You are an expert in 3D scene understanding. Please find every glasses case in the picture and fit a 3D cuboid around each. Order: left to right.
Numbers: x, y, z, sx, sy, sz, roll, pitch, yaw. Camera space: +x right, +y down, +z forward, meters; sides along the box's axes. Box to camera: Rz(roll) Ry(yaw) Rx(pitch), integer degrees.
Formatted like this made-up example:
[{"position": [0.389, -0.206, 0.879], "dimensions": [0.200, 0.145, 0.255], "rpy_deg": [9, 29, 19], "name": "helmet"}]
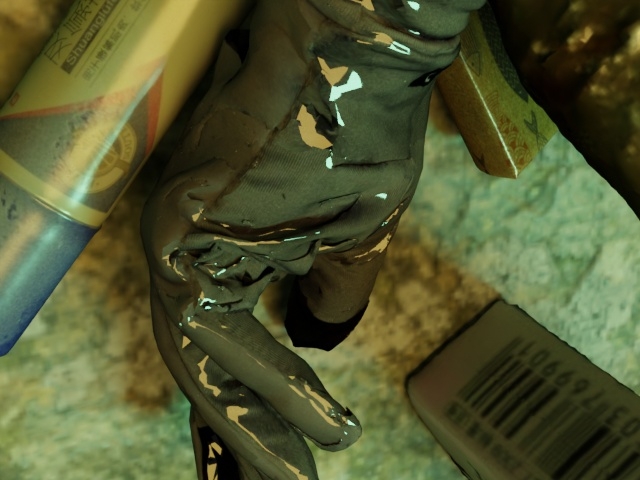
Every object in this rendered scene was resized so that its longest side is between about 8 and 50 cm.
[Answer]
[{"position": [0.059, -0.113, 0.510], "dimensions": [0.064, 0.041, 0.170], "rpy_deg": [-46, 123, -23], "name": "glasses case"}]

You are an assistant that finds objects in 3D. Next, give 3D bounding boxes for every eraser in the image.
[{"position": [0.159, 0.139, 0.516], "dimensions": [0.086, 0.287, 0.130], "rpy_deg": [-44, 122, -4], "name": "eraser"}]

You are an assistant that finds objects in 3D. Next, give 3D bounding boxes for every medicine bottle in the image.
[{"position": [-0.081, -0.062, 0.459], "dimensions": [0.059, 0.059, 0.231], "rpy_deg": [33, 95, -31], "name": "medicine bottle"}]

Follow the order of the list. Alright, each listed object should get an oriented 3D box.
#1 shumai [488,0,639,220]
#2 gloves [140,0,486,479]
[{"position": [0.280, -0.122, 0.468], "dimensions": [0.324, 0.397, 0.323], "rpy_deg": [-38, 159, 30], "name": "shumai"}, {"position": [-0.006, -0.009, 0.474], "dimensions": [0.142, 0.119, 0.285], "rpy_deg": [-22, 131, -55], "name": "gloves"}]
